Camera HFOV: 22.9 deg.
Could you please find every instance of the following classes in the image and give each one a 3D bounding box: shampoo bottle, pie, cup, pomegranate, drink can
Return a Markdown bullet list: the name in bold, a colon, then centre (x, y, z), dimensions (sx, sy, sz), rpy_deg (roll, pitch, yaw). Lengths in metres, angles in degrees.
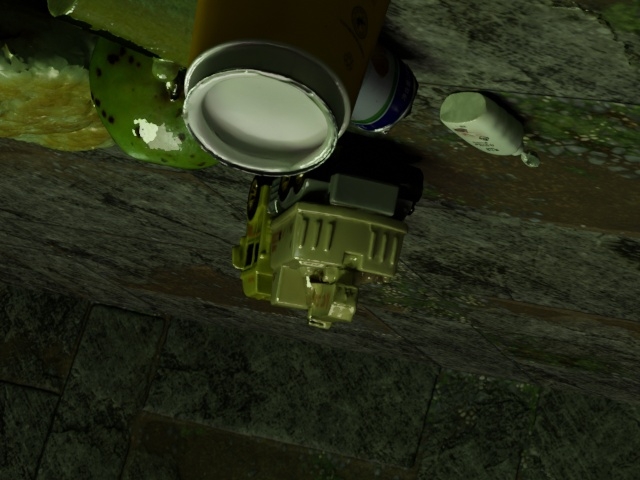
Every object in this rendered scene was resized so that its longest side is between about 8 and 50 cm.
- **shampoo bottle**: centre (0.213, -0.131, 1.923), dimensions (0.077, 0.045, 0.152), rpy_deg (3, 162, 42)
- **pie**: centre (-0.399, -0.225, 1.983), dimensions (0.418, 0.180, 0.395), rpy_deg (12, 169, -19)
- **cup**: centre (-0.027, -0.201, 1.364), dimensions (0.196, 0.279, 0.196), rpy_deg (8, 143, 6)
- **pomegranate**: centre (-0.159, -0.186, 1.818), dimensions (0.211, 0.211, 0.263), rpy_deg (18, -175, -8)
- **drink can**: centre (0.008, -0.205, 1.748), dimensions (0.097, 0.097, 0.235), rpy_deg (5, 162, 38)

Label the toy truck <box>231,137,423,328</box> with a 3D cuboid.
- **toy truck**: centre (0.000, 0.000, 2.280), dimensions (0.181, 0.254, 0.405), rpy_deg (15, 170, -14)

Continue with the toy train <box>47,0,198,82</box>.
- **toy train**: centre (-0.120, -0.248, 1.514), dimensions (0.307, 0.189, 0.126), rpy_deg (21, 160, -37)
